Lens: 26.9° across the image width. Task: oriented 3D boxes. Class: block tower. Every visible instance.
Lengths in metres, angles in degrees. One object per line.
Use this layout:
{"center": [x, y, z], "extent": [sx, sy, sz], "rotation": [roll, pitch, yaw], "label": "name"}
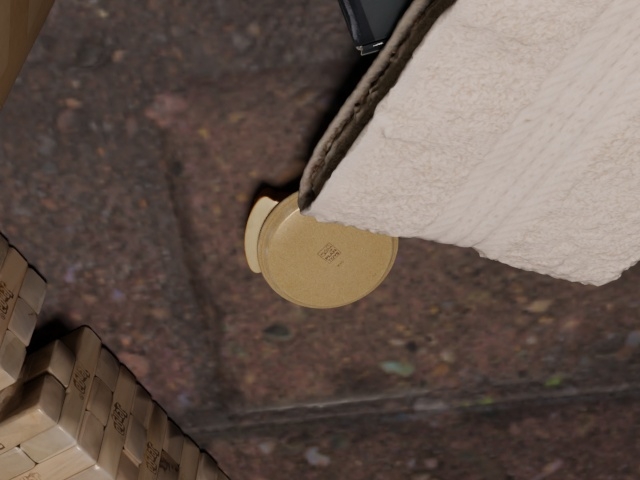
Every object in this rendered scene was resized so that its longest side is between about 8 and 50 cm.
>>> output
{"center": [-0.182, 0.080, 0.743], "extent": [0.097, 0.091, 0.335], "rotation": [-28, 120, 20], "label": "block tower"}

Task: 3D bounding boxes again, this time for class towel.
{"center": [0.125, -0.069, 0.602], "extent": [0.187, 0.049, 0.282], "rotation": [14, 143, -17], "label": "towel"}

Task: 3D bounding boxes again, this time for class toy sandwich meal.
{"center": [0.000, 0.000, 0.723], "extent": [0.085, 0.029, 0.086], "rotation": [-4, 119, -8], "label": "toy sandwich meal"}

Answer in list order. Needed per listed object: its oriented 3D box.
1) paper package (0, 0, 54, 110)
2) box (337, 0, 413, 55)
{"center": [-0.254, -0.130, 0.456], "extent": [0.309, 0.325, 0.168], "rotation": [6, 124, -2], "label": "paper package"}
{"center": [0.063, -0.204, 0.562], "extent": [0.175, 0.051, 0.220], "rotation": [-15, 124, 12], "label": "box"}
